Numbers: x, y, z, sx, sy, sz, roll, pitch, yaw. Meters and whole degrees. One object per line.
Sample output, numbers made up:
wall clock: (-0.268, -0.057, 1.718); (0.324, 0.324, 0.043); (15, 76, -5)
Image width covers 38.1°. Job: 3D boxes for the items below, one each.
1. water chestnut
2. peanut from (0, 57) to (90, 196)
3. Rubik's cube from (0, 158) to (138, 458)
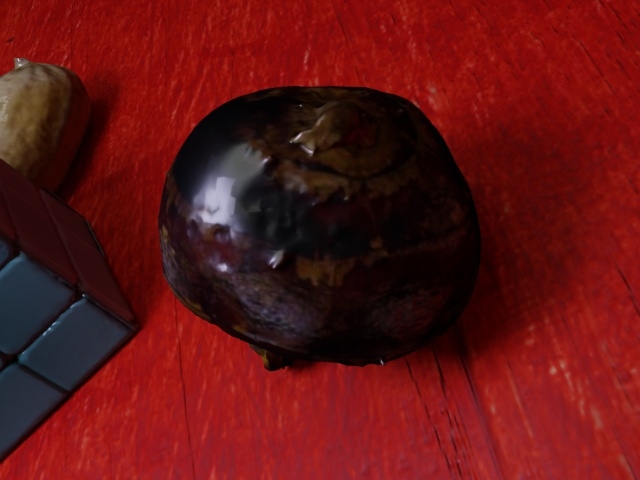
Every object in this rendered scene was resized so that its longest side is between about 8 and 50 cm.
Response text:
water chestnut: (0.000, 0.000, 0.661); (0.224, 0.238, 0.223); (3, 27, -2)
peanut: (-0.347, -0.123, 1.083); (0.129, 0.129, 0.224); (-17, 48, 28)
Rubik's cube: (-0.351, 0.046, 0.865); (0.231, 0.224, 0.221); (-43, 40, 1)
